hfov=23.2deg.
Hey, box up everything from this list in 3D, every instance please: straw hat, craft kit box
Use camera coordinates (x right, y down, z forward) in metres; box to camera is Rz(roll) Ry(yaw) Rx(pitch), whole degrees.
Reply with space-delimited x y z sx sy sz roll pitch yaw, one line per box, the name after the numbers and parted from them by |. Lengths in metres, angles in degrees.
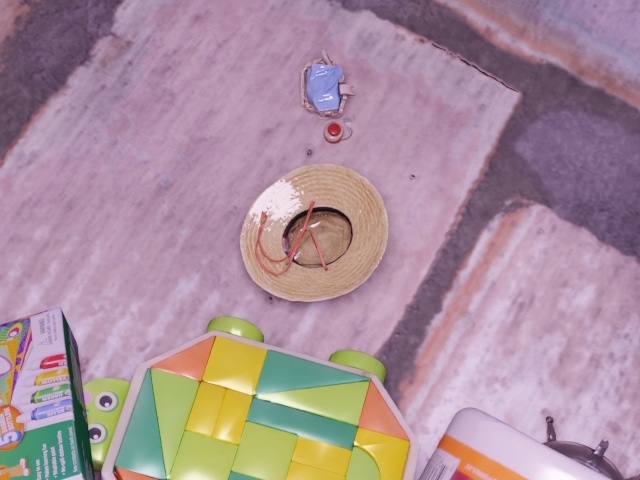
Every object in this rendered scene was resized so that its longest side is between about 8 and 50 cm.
0.000 0.000 1.489 0.145 0.061 0.144 -4 73 13 | straw hat
-0.322 0.176 1.324 0.247 0.061 0.250 -20 33 -2 | craft kit box

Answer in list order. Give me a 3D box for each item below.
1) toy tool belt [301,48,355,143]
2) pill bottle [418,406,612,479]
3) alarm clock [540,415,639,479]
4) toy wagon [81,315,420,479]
0.008 -0.142 1.541 0.052 0.051 0.083 -8 73 -7 | toy tool belt
0.120 0.356 1.269 0.224 0.224 0.392 28 86 5 | pill bottle
0.210 0.265 1.420 0.129 0.064 0.192 30 76 6 | alarm clock
-0.091 0.195 1.389 0.344 0.068 0.267 16 60 1 | toy wagon
